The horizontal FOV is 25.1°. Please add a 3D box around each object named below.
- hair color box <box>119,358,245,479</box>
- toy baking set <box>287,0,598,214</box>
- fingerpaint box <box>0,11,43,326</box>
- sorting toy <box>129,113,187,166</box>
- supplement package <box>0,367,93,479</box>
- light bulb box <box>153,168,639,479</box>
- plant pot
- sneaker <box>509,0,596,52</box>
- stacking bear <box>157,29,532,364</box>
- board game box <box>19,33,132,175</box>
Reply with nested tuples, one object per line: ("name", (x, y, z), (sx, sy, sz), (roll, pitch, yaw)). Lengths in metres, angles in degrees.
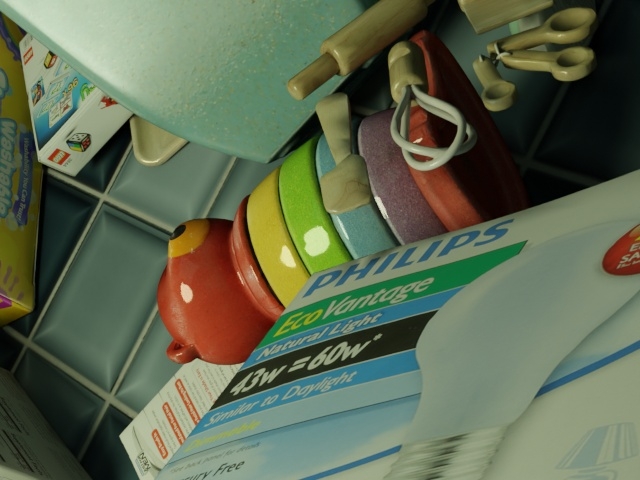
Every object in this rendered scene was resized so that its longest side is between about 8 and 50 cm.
("hair color box", (-0.085, 0.142, 1.196), (0.167, 0.053, 0.093), (-47, 44, 12))
("toy baking set", (0.071, -0.117, 0.969), (0.256, 0.030, 0.196), (-35, 35, -17))
("fingerpaint box", (-0.486, -0.081, 1.630), (0.371, 0.163, 0.445), (-24, 53, 33))
("sorting toy", (-0.121, -0.199, 1.436), (0.208, 0.038, 0.193), (-35, 47, 25))
("supplement package", (-0.346, 0.241, 1.325), (0.204, 0.145, 0.262), (-56, 41, 3))
("light bulb box", (0.108, 0.152, 0.758), (0.357, 0.225, 0.361), (-20, 20, 36))
("plant pot", (-0.066, -0.207, 1.207), (0.252, 0.247, 0.248), (45, 108, 3))
("sneaker", (0.130, -0.207, 1.152), (0.151, 0.094, 0.256), (-25, 42, 26))
("stacking bear", (0.000, 0.000, 1.089), (0.289, 0.164, 0.175), (-27, 31, 22))
("board game box", (-0.193, -0.234, 1.468), (0.305, 0.053, 0.193), (-42, 44, 25))
